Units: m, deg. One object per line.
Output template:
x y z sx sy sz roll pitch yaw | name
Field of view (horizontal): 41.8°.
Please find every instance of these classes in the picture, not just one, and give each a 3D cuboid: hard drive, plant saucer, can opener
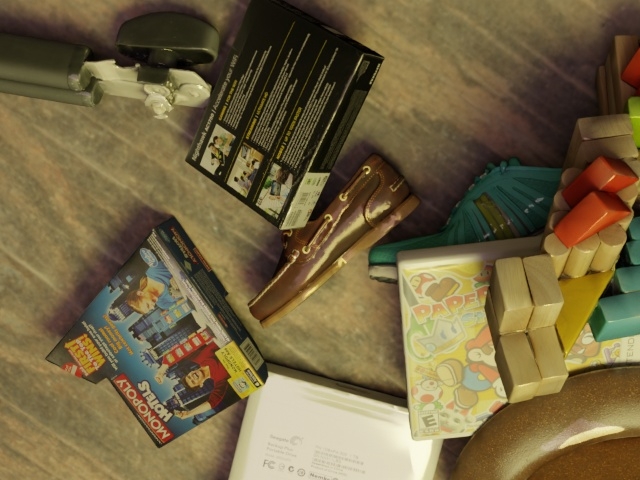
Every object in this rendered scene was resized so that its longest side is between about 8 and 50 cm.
-0.004 0.310 0.908 0.210 0.040 0.319 14 97 3 | hard drive
0.284 0.254 0.827 0.310 0.050 0.311 -1 124 -1 | plant saucer
-0.235 -0.174 0.813 0.280 0.074 0.093 5 74 4 | can opener

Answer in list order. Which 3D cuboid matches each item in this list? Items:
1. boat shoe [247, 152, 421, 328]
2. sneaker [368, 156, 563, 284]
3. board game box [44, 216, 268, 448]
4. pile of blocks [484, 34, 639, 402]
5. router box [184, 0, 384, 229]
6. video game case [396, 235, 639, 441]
0.000 0.000 0.828 0.207 0.073 0.073 -42 96 10 | boat shoe
0.173 -0.021 0.796 0.275 0.107 0.110 -18 85 8 | sneaker
-0.181 0.109 0.885 0.194 0.060 0.194 -32 95 18 | board game box
0.247 -0.035 0.656 0.149 0.113 0.362 24 67 17 | pile of blocks
-0.038 -0.119 0.779 0.133 0.046 0.179 35 111 24 | router box
0.188 0.090 0.763 0.227 0.026 0.206 -6 120 2 | video game case
